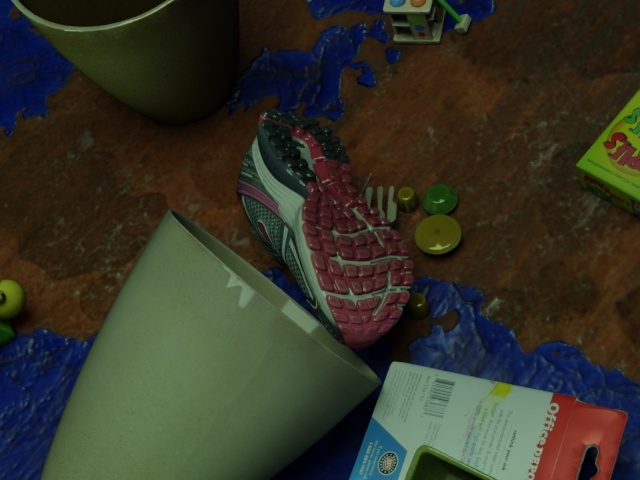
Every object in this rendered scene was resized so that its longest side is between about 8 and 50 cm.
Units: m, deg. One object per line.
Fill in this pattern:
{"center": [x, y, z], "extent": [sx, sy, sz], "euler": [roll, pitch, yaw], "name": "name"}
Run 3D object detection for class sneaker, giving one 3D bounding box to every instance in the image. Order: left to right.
{"center": [0.000, 0.000, 1.870], "extent": [0.121, 0.112, 0.299], "euler": [9, 37, -28], "name": "sneaker"}

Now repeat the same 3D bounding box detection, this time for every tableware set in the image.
{"center": [0.092, 0.009, 1.901], "extent": [0.104, 0.024, 0.154], "euler": [-3, 57, 11], "name": "tableware set"}

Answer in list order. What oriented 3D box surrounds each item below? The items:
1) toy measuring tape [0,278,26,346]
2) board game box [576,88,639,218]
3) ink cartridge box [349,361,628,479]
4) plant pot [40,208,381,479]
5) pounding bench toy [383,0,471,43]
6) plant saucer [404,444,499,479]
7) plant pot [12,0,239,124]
{"center": [-0.455, 0.123, 1.933], "extent": [0.330, 0.121, 0.121], "euler": [-29, 56, -2], "name": "toy measuring tape"}
{"center": [0.348, -0.109, 1.885], "extent": [0.092, 0.043, 0.181], "euler": [32, 72, 30], "name": "board game box"}
{"center": [0.159, 0.204, 1.724], "extent": [0.231, 0.078, 0.134], "euler": [11, 63, 22], "name": "ink cartridge box"}
{"center": [-0.128, 0.155, 1.762], "extent": [0.274, 0.256, 0.256], "euler": [-50, 58, 2], "name": "plant pot"}
{"center": [0.117, -0.251, 2.028], "extent": [0.083, 0.065, 0.052], "euler": [3, 60, 18], "name": "pounding bench toy"}
{"center": [0.143, 0.294, 1.641], "extent": [0.188, 0.045, 0.188], "euler": [25, 106, 19], "name": "plant saucer"}
{"center": [-0.179, -0.243, 1.995], "extent": [0.237, 0.254, 0.237], "euler": [-8, 58, 12], "name": "plant pot"}
